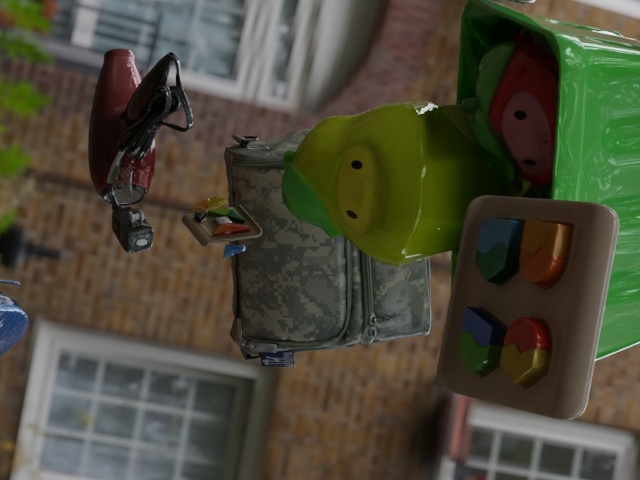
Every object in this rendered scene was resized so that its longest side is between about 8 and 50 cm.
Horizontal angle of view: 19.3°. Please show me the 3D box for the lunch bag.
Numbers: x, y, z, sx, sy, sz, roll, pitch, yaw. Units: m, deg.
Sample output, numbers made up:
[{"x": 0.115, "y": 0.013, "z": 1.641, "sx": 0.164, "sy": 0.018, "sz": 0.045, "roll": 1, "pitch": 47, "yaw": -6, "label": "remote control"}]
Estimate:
[{"x": 0.000, "y": 0.000, "z": 2.512, "sx": 0.212, "sy": 0.256, "sz": 0.305, "roll": -138, "pitch": -136, "yaw": -70, "label": "lunch bag"}]

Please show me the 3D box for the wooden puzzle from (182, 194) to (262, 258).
[{"x": -0.112, "y": -0.019, "z": 2.125, "sx": 0.116, "sy": 0.079, "sz": 0.014, "roll": 40, "pitch": -43, "yaw": 44, "label": "wooden puzzle"}]

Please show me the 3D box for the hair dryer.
[{"x": -0.198, "y": -0.136, "z": 2.145, "sx": 0.223, "sy": 0.080, "sz": 0.293, "roll": -67, "pitch": -150, "yaw": 20, "label": "hair dryer"}]

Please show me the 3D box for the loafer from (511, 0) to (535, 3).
[{"x": 0.177, "y": -0.360, "z": 2.032, "sx": 0.092, "sy": 0.102, "sz": 0.268, "roll": -56, "pitch": -134, "yaw": 27, "label": "loafer"}]

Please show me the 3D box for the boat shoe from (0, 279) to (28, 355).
[{"x": -0.315, "y": 0.047, "z": 1.589, "sx": 0.109, "sy": 0.089, "sz": 0.258, "roll": -40, "pitch": 166, "yaw": -8, "label": "boat shoe"}]

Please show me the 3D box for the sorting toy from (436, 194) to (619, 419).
[{"x": 0.180, "y": 0.055, "z": 1.717, "sx": 0.208, "sy": 0.038, "sz": 0.193, "roll": 8, "pitch": -93, "yaw": 59, "label": "sorting toy"}]

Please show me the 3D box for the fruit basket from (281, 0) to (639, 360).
[{"x": 0.158, "y": -0.054, "z": 1.918, "sx": 0.283, "sy": 0.392, "sz": 0.392, "roll": -137, "pitch": -119, "yaw": -65, "label": "fruit basket"}]
